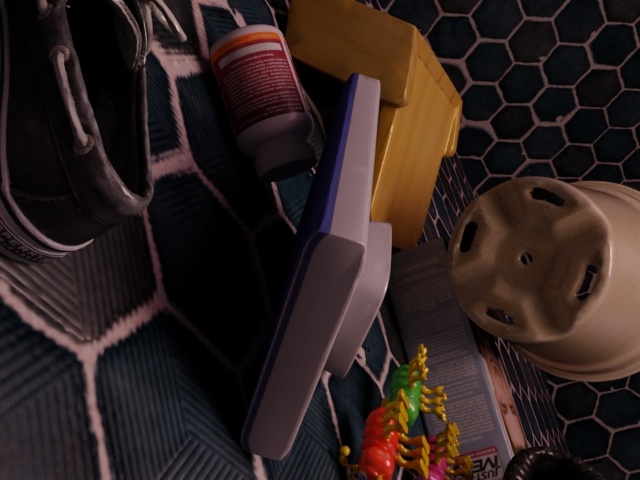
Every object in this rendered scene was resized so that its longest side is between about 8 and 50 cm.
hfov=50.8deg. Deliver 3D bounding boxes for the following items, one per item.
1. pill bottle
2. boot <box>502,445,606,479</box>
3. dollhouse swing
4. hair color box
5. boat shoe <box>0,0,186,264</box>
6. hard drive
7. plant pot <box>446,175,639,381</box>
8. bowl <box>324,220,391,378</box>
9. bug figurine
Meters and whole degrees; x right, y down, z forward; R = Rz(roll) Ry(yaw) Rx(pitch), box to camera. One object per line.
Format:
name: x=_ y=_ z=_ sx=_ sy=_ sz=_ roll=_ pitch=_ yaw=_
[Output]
pill bottle: x=-0.058 y=-0.144 z=0.719 sx=0.086 sy=0.086 sz=0.151 roll=5 pitch=65 yaw=-69
boot: x=0.237 y=0.402 z=0.705 sx=0.348 sy=0.131 sz=0.259 roll=-70 pitch=172 yaw=-75
dollhouse swing: x=0.065 y=-0.190 z=1.150 sx=0.315 sy=0.304 sz=0.347 roll=31 pitch=6 yaw=23
hair color box: x=0.219 y=0.202 z=1.062 sx=0.185 sy=0.114 sz=0.374 roll=33 pitch=40 yaw=-59
boat shoe: x=-0.152 y=-0.138 z=0.425 sx=0.113 sy=0.105 sz=0.306 roll=44 pitch=31 yaw=-51
hard drive: x=0.000 y=0.000 z=0.598 sx=0.318 sy=0.040 sz=0.210 roll=-78 pitch=-173 yaw=-58
plant pot: x=0.348 y=0.045 z=0.998 sx=0.306 sy=0.334 sz=0.333 roll=13 pitch=57 yaw=-53
bowl: x=0.026 y=0.054 z=0.706 sx=0.053 sy=0.142 sz=0.142 roll=20 pitch=32 yaw=-6
bug figurine: x=0.109 y=0.259 z=0.758 sx=0.278 sy=0.072 sz=0.216 roll=66 pitch=25 yaw=-23
